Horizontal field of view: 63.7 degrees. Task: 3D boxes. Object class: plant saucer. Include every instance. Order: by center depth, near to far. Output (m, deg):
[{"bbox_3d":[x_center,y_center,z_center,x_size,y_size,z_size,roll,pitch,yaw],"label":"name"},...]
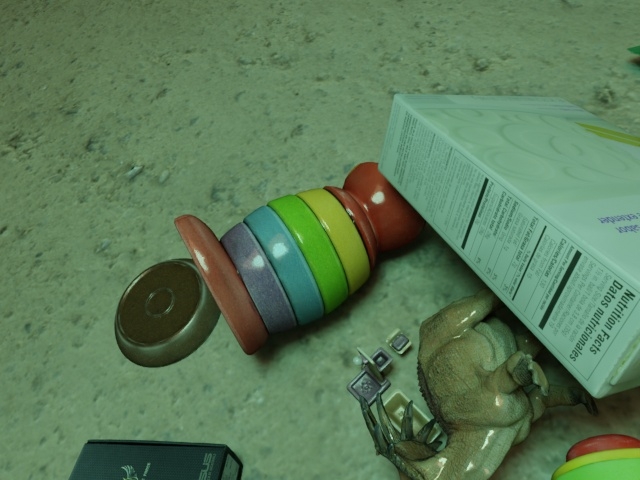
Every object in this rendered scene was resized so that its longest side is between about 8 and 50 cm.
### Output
[{"bbox_3d":[-0.219,0.092,0.721,0.168,0.029,0.169,-8,56,12],"label":"plant saucer"}]

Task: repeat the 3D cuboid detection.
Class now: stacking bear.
[{"bbox_3d":[0.000,0.000,0.635,0.288,0.175,0.164,-29,67,-12],"label":"stacking bear"}]

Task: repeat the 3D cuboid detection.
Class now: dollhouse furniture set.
[{"bbox_3d":[0.087,0.151,0.545,0.091,0.081,0.114,-42,55,-11],"label":"dollhouse furniture set"}]

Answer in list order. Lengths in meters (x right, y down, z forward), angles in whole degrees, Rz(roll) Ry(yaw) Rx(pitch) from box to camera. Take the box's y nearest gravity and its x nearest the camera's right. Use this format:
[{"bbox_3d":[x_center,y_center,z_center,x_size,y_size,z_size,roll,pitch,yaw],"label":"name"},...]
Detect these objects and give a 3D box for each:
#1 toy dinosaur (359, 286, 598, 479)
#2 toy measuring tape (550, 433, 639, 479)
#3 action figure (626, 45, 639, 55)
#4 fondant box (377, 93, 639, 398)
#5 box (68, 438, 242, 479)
[{"bbox_3d":[0.134,0.130,0.496,0.200,0.127,0.296,-30,21,31],"label":"toy dinosaur"},{"bbox_3d":[0.310,0.210,0.405,0.329,0.121,0.122,-10,55,13],"label":"toy measuring tape"},{"bbox_3d":[0.523,-0.203,0.653,0.137,0.064,0.232,-19,57,2],"label":"action figure"},{"bbox_3d":[0.235,-0.034,0.478,0.238,0.096,0.330,-6,38,-22],"label":"fondant box"},{"bbox_3d":[-0.195,0.324,0.515,0.183,0.059,0.233,-5,45,16],"label":"box"}]
